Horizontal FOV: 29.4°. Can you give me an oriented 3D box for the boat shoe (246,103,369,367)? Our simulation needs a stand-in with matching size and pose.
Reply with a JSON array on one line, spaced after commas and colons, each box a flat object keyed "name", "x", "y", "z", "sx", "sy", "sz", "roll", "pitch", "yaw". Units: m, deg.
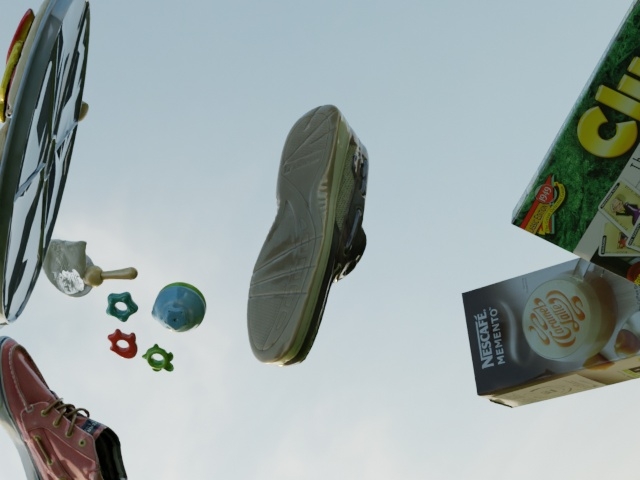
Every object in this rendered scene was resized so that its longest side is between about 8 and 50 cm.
[{"name": "boat shoe", "x": 0.000, "y": 0.000, "z": 1.224, "sx": 0.092, "sy": 0.103, "sz": 0.285, "roll": 31, "pitch": -125, "yaw": -35}]

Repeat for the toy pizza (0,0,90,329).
[{"name": "toy pizza", "x": -0.167, "y": -0.049, "z": 0.682, "sx": 0.201, "sy": 0.032, "sz": 0.201, "roll": -168, "pitch": 90, "yaw": -85}]

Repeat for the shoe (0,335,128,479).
[{"name": "shoe", "x": -0.232, "y": 0.160, "z": 1.080, "sx": 0.063, "sy": 0.081, "sz": 0.178, "roll": -58, "pitch": -47, "yaw": -66}]

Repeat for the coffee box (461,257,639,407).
[{"name": "coffee box", "x": 0.309, "y": 0.106, "z": 1.479, "sx": 0.246, "sy": 0.141, "sz": 0.098, "roll": -20, "pitch": -26, "yaw": 30}]

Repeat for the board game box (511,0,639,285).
[{"name": "board game box", "x": 0.243, "y": -0.088, "z": 0.800, "sx": 0.259, "sy": 0.136, "sz": 0.030, "roll": -65, "pitch": -3, "yaw": 30}]

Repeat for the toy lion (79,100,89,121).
[{"name": "toy lion", "x": -0.286, "y": -0.107, "z": 1.268, "sx": 0.096, "sy": 0.034, "sz": 0.100, "roll": -66, "pitch": -17, "yaw": 12}]

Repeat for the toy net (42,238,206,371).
[{"name": "toy net", "x": -0.267, "y": 0.072, "z": 1.563, "sx": 0.122, "sy": 0.232, "sz": 0.045, "roll": -55, "pitch": 11, "yaw": 22}]
